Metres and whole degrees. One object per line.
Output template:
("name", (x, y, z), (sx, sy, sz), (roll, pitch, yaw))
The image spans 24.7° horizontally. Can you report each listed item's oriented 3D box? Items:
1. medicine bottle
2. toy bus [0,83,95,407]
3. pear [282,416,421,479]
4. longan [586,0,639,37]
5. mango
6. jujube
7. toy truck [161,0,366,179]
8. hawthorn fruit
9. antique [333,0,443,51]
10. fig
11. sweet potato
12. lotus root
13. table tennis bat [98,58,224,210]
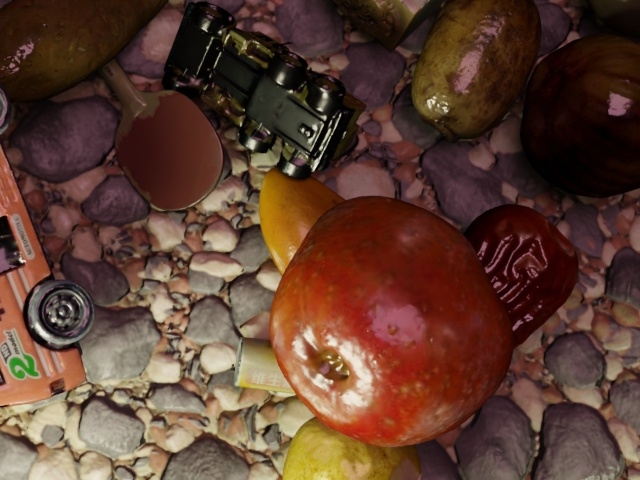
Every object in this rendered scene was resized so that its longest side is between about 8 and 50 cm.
("medicine bottle", (0.006, 0.162, 1.788), (0.218, 0.074, 0.073), (8, 75, -7))
("toy bus", (-0.424, -0.008, 1.624), (0.233, 0.203, 0.426), (-23, 97, -21))
("pear", (0.036, 0.287, 1.716), (0.178, 0.178, 0.178), (3, 75, -11))
("longan", (0.445, -0.363, 1.965), (0.204, 0.159, 0.184), (-6, 70, -26))
("mango", (0.002, -0.002, 1.811), (0.141, 0.102, 0.217), (-33, 87, -23))
("jujube", (0.212, 0.061, 1.818), (0.230, 0.155, 0.155), (-42, 87, -8))
("toy truck", (-0.070, -0.196, 1.822), (0.257, 0.127, 0.127), (33, 29, 13))
("hawthorn fruit", (0.081, 0.091, 1.640), (0.284, 0.284, 0.284), (3, 75, -11))
("antique", (0.093, -0.349, 1.892), (0.147, 0.152, 0.148), (45, 74, 3))
("fig", (0.423, -0.142, 1.899), (0.321, 0.217, 0.216), (16, 73, -26))
("sweet potato", (-0.275, -0.278, 1.786), (0.130, 0.130, 0.423), (46, 48, 2))
("lotus root", (0.211, -0.249, 1.903), (0.145, 0.128, 0.260), (34, 77, -16))
("table tennis bat", (-0.212, -0.143, 1.819), (0.131, 0.022, 0.234), (-40, 77, 14))
